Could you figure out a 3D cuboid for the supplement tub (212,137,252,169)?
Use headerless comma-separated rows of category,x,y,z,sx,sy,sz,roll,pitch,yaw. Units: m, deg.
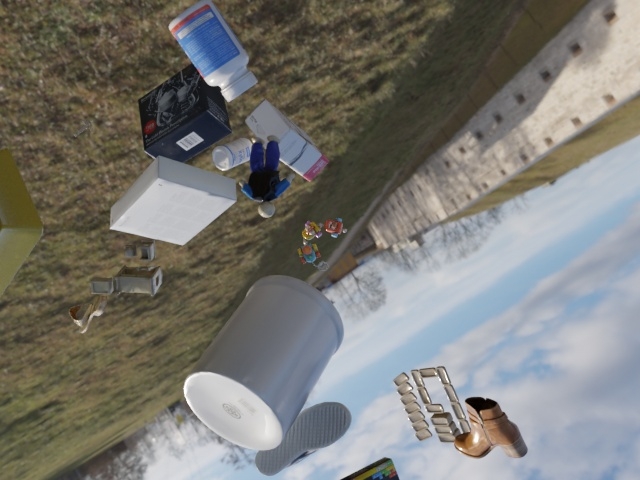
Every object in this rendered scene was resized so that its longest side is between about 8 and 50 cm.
supplement tub,-0.246,-0.244,1.626,0.071,0.071,0.107,-35,180,43

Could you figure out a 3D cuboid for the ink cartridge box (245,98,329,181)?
ink cartridge box,-0.094,-0.285,1.655,0.092,0.158,0.218,-45,145,12

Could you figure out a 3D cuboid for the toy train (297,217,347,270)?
toy train,0.000,0.000,1.711,0.046,0.125,0.166,60,49,-77

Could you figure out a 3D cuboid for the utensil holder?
utensil holder,-0.155,0.342,1.641,0.328,0.327,0.385,-35,-167,43

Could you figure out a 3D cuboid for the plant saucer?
plant saucer,-0.939,-0.043,1.628,0.332,0.332,0.081,-46,153,23

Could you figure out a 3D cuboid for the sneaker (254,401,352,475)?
sneaker,-0.043,0.576,1.721,0.321,0.126,0.127,-32,167,8

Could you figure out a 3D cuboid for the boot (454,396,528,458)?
boot,0.371,0.433,1.355,0.197,0.152,0.073,-19,-159,44

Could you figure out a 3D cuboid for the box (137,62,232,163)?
box,-0.588,-0.537,2.484,0.343,0.312,0.179,-28,147,17

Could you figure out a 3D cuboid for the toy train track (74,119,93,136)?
toy train track,-0.850,-0.403,2.073,0.083,0.048,0.014,-45,-163,-12

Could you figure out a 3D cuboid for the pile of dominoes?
pile of dominoes,0.333,0.482,1.712,0.196,0.251,0.040,-16,-169,40

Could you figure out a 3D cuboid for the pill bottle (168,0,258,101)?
pill bottle,-0.251,-0.452,1.392,0.124,0.221,0.124,-31,-163,11

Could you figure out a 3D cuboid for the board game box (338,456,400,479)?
board game box,0.107,0.590,1.296,0.170,0.141,0.048,-19,170,-21

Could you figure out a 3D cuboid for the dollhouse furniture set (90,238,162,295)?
dollhouse furniture set,-0.570,0.066,1.696,0.182,0.160,0.101,2,-159,0

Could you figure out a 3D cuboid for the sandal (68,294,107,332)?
sandal,-0.778,0.230,1.890,0.079,0.088,0.240,20,142,-32

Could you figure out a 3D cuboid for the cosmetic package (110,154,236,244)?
cosmetic package,-0.510,-0.124,1.984,0.285,0.097,0.377,13,147,-39

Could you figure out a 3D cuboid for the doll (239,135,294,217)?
doll,-0.121,-0.145,1.316,0.129,0.188,0.046,-3,165,9
